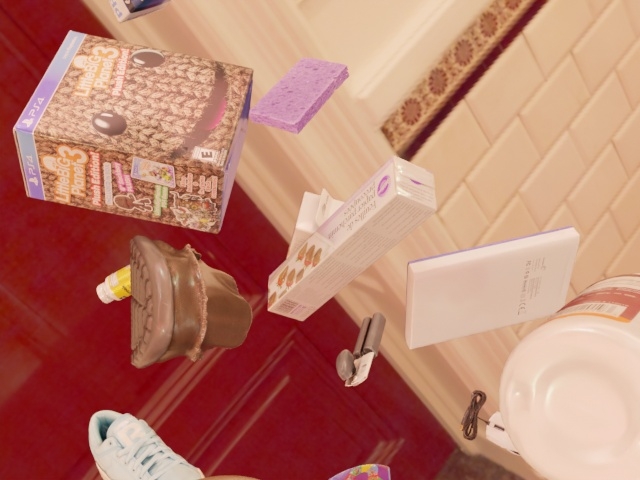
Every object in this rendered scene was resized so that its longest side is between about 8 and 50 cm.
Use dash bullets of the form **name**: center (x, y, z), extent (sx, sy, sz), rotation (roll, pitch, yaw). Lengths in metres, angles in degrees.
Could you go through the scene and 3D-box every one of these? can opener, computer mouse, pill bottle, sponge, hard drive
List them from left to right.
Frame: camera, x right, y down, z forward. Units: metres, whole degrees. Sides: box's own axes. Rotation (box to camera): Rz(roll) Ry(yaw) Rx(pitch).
- **pill bottle**: center (-0.461, 0.101, 1.808), extent (0.116, 0.065, 0.065), rotation (-27, 34, 11)
- **sponge**: center (-0.042, -0.299, 1.576), extent (0.117, 0.031, 0.210), rotation (17, 52, 28)
- **can opener**: center (0.113, 0.291, 2.160), extent (0.076, 0.095, 0.283), rotation (-30, 22, 32)
- **hard drive**: center (0.317, 0.091, 1.455), extent (0.318, 0.210, 0.040), rotation (-12, 43, -9)
- **computer mouse**: center (0.393, 0.405, 1.661), extent (0.106, 0.193, 0.042), rotation (-66, 16, -13)
- **pill bottle**: center (0.417, 0.172, 1.070), extent (0.224, 0.224, 0.392), rotation (-13, 2, 35)

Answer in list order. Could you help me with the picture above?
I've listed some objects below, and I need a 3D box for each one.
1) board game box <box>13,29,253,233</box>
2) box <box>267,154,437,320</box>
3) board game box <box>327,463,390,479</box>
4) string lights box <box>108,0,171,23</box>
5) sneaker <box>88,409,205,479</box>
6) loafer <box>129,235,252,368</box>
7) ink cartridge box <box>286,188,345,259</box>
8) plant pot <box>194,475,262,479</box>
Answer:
- **board game box**: center (-0.266, -0.165, 1.163), extent (0.291, 0.141, 0.232), rotation (11, 50, -2)
- **box**: center (0.031, 0.009, 1.041), extent (0.324, 0.067, 0.063), rotation (-44, 36, 45)
- **board game box**: center (0.043, 0.366, 1.011), extent (0.133, 0.169, 0.033), rotation (-20, 39, -18)
- **string lights box**: center (-0.200, -0.377, 0.941), extent (0.076, 0.133, 0.259), rotation (-33, 12, -33)
- **sneaker**: center (-0.353, 0.418, 1.485), extent (0.366, 0.150, 0.135), rotation (3, 30, 46)
- **loafer**: center (-0.140, 0.065, 0.864), extent (0.130, 0.134, 0.366), rotation (-1, -4, -9)
- **ink cartridge box**: center (0.000, 0.000, 1.216), extent (0.092, 0.089, 0.143), rotation (-78, 5, -46)
- **plant pot**: center (-0.130, 0.387, 0.805), extent (0.284, 0.191, 0.284), rotation (-4, 69, 12)
